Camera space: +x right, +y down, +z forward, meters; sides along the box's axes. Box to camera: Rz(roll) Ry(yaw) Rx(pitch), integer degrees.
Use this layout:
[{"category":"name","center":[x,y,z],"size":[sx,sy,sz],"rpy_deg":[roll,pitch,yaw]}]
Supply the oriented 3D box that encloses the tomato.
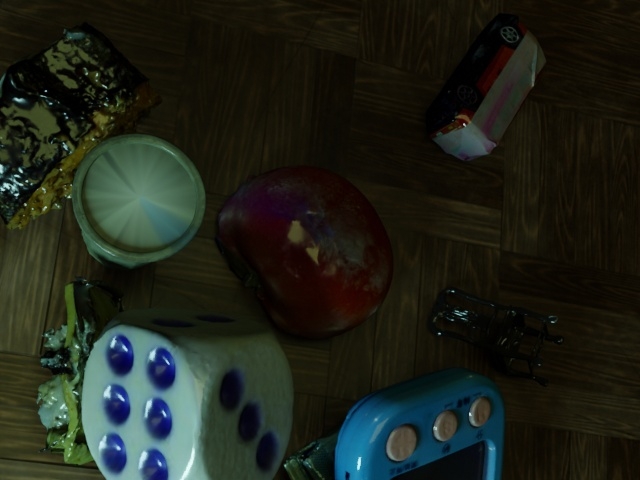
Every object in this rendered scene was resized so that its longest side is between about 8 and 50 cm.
[{"category":"tomato","center":[-0.001,-0.005,1.792],"size":[0.289,0.176,0.335],"rpy_deg":[-32,87,-27]}]

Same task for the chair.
[{"category":"chair","center":[0.328,0.176,1.918],"size":[0.229,0.113,0.106],"rpy_deg":[16,66,25]}]

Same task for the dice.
[{"category":"dice","center":[-0.200,0.249,1.566],"size":[0.251,0.243,0.259],"rpy_deg":[1,96,-59]}]

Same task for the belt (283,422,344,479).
[{"category":"belt","center":[0.073,0.337,1.772],"size":[0.302,0.087,0.072],"rpy_deg":[-28,96,-24]}]

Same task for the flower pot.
[{"category":"flower pot","center":[-0.310,-0.049,1.675],"size":[0.212,0.202,0.212],"rpy_deg":[4,76,-18]}]

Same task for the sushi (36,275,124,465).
[{"category":"sushi","center":[-0.371,0.211,1.634],"size":[0.131,0.139,0.291],"rpy_deg":[-10,69,23]}]

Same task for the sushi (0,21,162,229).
[{"category":"sushi","center":[-0.430,-0.191,1.660],"size":[0.207,0.234,0.348],"rpy_deg":[42,72,-5]}]

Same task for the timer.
[{"category":"timer","center":[0.165,0.378,1.708],"size":[0.340,0.115,0.309],"rpy_deg":[-12,110,-36]}]

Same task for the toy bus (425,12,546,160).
[{"category":"toy bus","center":[0.328,-0.301,2.014],"size":[0.147,0.127,0.303],"rpy_deg":[41,65,-11]}]
